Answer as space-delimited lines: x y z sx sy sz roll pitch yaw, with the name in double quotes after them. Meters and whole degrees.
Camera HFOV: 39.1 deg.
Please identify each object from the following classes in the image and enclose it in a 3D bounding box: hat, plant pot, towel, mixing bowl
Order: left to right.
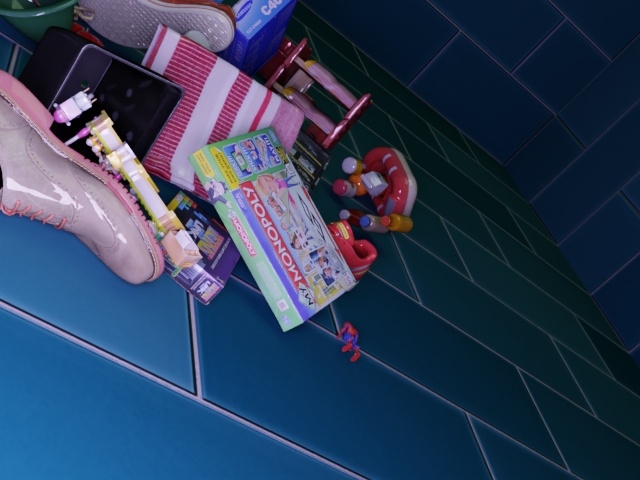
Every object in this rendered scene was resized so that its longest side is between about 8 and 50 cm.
-0.481 -0.355 1.593 0.209 0.183 0.173 10 41 11 "hat"
-0.352 -0.214 1.352 0.188 0.187 0.167 20 19 -48 "plant pot"
-0.187 -0.193 1.566 0.329 0.237 0.037 28 -10 -38 "towel"
-0.123 -0.492 2.459 0.181 0.098 0.181 38 20 -16 "mixing bowl"

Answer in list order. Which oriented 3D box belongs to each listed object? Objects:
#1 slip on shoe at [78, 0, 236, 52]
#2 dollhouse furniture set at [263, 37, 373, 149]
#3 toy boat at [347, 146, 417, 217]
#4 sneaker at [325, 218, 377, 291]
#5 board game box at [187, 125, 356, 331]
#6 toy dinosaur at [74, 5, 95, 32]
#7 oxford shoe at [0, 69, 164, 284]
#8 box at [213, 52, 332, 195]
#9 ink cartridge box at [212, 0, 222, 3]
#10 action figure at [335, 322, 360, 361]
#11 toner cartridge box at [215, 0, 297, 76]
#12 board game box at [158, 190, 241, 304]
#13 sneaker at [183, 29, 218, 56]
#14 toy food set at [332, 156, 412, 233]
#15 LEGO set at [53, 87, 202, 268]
-0.322 -0.446 1.793 0.331 0.123 0.101 11 34 9 "slip on shoe"
0.002 -0.325 2.133 0.201 0.152 0.374 41 4 2 "dollhouse furniture set"
0.139 -0.139 2.250 0.151 0.151 0.231 4 34 -16 "toy boat"
0.000 0.000 1.678 0.279 0.118 0.107 22 28 -46 "sneaker"
-0.072 -0.028 1.501 0.317 0.046 0.213 61 30 -1 "board game box"
-0.484 -0.429 1.723 0.093 0.053 0.183 19 26 -17 "toy dinosaur"
-0.353 -0.054 1.161 0.348 0.123 0.130 45 49 -8 "oxford shoe"
-0.166 -0.237 1.868 0.395 0.097 0.318 41 22 -8 "box"
-0.375 -0.568 1.971 0.270 0.198 0.197 36 22 -23 "ink cartridge box"
0.049 0.171 1.565 0.038 0.030 0.115 46 14 -12 "action figure"
-0.149 -0.455 1.999 0.075 0.165 0.348 43 -15 -2 "toner cartridge box"
-0.196 0.007 1.384 0.141 0.048 0.170 40 20 -9 "board game box"
-0.216 -0.314 1.653 0.090 0.115 0.232 19 47 -30 "sneaker"
0.096 -0.093 2.064 0.232 0.111 0.104 56 22 22 "toy food set"
-0.286 -0.065 1.251 0.287 0.107 0.132 57 -7 -8 "LEGO set"
